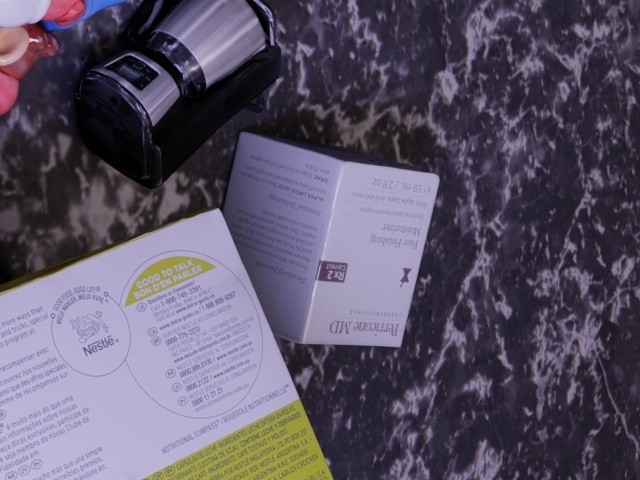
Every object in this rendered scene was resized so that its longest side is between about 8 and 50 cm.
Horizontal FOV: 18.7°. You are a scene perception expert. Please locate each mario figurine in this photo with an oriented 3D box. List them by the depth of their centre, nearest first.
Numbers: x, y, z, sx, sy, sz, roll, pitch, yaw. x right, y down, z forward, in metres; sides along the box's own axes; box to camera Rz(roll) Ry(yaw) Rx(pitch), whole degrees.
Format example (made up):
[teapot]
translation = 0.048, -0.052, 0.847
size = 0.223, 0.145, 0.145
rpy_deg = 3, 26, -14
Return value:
[mario figurine]
translation = -0.224, -0.236, 1.597
size = 0.321, 0.170, 0.198
rpy_deg = -29, 160, -11

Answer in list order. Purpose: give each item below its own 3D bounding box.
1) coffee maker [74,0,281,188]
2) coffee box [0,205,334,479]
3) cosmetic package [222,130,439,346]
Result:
[coffee maker]
translation = -0.125, -0.132, 1.784
size = 0.178, 0.120, 0.171
rpy_deg = -44, 132, -27
[coffee box]
translation = -0.230, 0.204, 1.549
size = 0.338, 0.338, 0.334
rpy_deg = -24, 92, -39
[cosmetic package]
translation = 0.000, 0.000, 1.937
size = 0.151, 0.151, 0.183
rpy_deg = 5, 100, -46
